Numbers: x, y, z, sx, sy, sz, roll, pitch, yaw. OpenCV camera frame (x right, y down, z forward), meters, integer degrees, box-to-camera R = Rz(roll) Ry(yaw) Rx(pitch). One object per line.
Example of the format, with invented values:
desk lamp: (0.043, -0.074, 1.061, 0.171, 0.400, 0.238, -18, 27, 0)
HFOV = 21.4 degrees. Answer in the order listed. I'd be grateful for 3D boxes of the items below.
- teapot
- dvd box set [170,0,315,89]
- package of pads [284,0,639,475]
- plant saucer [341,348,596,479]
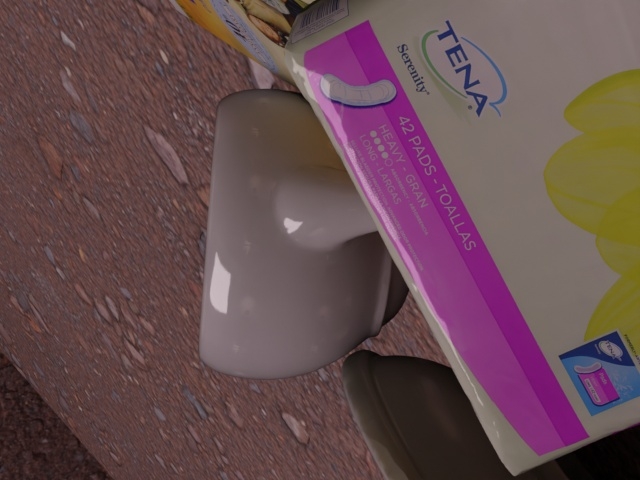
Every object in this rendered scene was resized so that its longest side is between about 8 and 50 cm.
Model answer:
teapot: (0.000, 0.000, 1.370, 0.256, 0.187, 0.253, -93, 8, -58)
dvd box set: (-0.036, -0.200, 1.199, 0.420, 0.062, 0.307, 36, 169, 40)
package of pads: (0.147, -0.042, 0.942, 0.296, 0.229, 0.101, 60, -161, -14)
plant saucer: (0.174, 0.227, 1.321, 0.400, 0.100, 0.400, 52, -173, -8)
